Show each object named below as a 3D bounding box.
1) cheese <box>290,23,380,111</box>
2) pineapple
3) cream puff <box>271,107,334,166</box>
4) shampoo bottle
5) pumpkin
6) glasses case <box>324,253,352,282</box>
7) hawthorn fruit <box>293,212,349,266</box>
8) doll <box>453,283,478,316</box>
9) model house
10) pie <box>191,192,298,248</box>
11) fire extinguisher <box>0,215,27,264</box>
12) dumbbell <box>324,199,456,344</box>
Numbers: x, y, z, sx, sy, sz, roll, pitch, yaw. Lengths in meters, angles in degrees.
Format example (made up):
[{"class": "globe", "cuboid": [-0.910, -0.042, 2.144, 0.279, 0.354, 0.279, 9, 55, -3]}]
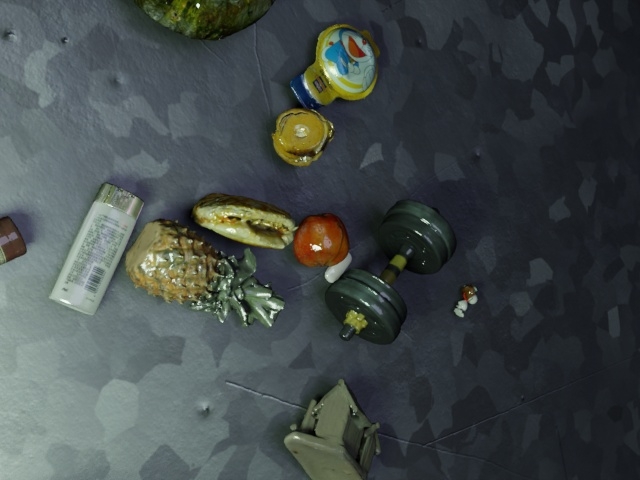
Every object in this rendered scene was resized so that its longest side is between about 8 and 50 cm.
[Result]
[{"class": "cheese", "cuboid": [0.039, -0.379, 1.549, 0.270, 0.069, 0.177, -43, 110, -28]}, {"class": "pineapple", "cuboid": [-0.204, 0.072, 1.313, 0.310, 0.141, 0.170, 32, 107, -32]}, {"class": "cream puff", "cuboid": [-0.037, -0.221, 1.467, 0.133, 0.104, 0.119, -30, 82, -16]}, {"class": "shampoo bottle", "cuboid": [-0.398, 0.014, 1.242, 0.086, 0.055, 0.228, 27, 72, -27]}, {"class": "pumpkin", "cuboid": [-0.219, -0.534, 1.314, 0.320, 0.192, 0.321, 1, 88, -35]}, {"class": "glasses case", "cuboid": [0.040, 0.058, 1.551, 0.032, 0.021, 0.083, 48, 63, -20]}, {"class": "hawthorn fruit", "cuboid": [0.000, 0.000, 1.476, 0.128, 0.128, 0.128, 2, 86, -33]}, {"class": "doll", "cuboid": [0.366, 0.150, 1.755, 0.085, 0.040, 0.058, -31, 114, -32]}, {"class": "model house", "cuboid": [0.043, 0.413, 1.479, 0.229, 0.122, 0.188, 57, 47, -33]}, {"class": "pie", "cuboid": [-0.146, -0.041, 1.351, 0.205, 0.178, 0.084, 10, 99, -33]}, {"class": "fire extinguisher", "cuboid": [-0.587, 0.032, 1.091, 0.231, 0.099, 0.071, -29, 82, -33]}, {"class": "dumbbell", "cuboid": [0.157, 0.068, 1.534, 0.185, 0.185, 0.388, 50, 63, -21]}]
